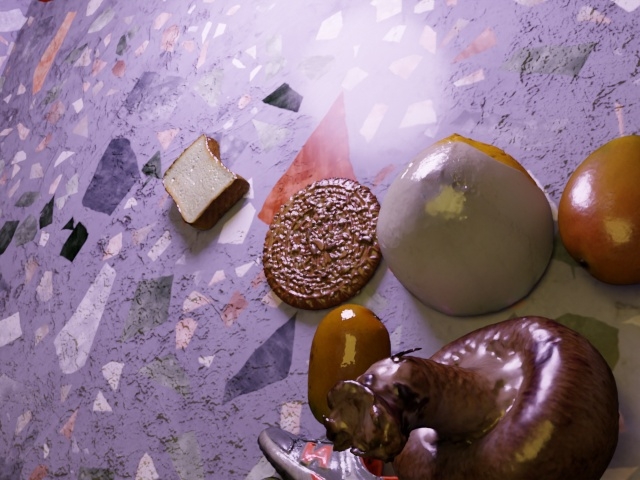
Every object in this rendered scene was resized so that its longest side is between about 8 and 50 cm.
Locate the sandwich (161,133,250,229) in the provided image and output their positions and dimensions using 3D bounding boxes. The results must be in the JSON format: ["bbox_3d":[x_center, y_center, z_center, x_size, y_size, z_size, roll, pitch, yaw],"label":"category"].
[{"bbox_3d":[-0.292,-0.144,1.524,0.186,0.065,0.214,-47,53,5],"label":"sandwich"}]

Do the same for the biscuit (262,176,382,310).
[{"bbox_3d":[0.000,0.000,1.289,0.305,0.038,0.305,-14,61,26],"label":"biscuit"}]

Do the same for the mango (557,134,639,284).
[{"bbox_3d":[0.469,-0.051,0.964,0.176,0.139,0.254,2,60,20],"label":"mango"}]

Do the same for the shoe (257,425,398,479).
[{"bbox_3d":[0.032,0.375,1.041,0.171,0.132,0.336,-43,37,-20],"label":"shoe"}]

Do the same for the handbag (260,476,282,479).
[{"bbox_3d":[-0.119,0.573,1.058,0.241,0.109,0.315,9,68,33],"label":"handbag"}]

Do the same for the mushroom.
[{"bbox_3d":[0.202,0.227,0.861,0.356,0.331,0.334,33,63,2],"label":"mushroom"}]

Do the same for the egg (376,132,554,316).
[{"bbox_3d":[0.227,-0.046,1.072,0.337,0.201,0.337,-15,60,28],"label":"egg"}]

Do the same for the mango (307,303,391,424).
[{"bbox_3d":[0.051,0.226,1.102,0.152,0.120,0.221,1,75,36],"label":"mango"}]
